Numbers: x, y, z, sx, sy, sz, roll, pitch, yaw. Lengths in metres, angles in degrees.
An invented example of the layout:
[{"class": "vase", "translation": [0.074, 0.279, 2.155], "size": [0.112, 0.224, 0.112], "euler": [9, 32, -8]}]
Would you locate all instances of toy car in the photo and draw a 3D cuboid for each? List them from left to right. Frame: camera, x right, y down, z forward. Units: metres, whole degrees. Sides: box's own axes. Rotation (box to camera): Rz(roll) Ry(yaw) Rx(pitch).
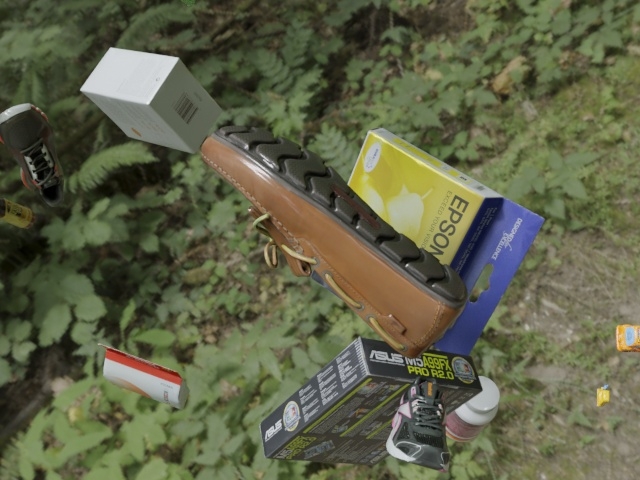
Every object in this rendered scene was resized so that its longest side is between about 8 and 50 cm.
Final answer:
[{"class": "toy car", "translation": [0.388, 0.155, 0.925], "size": [0.060, 0.040, 0.122], "euler": [20, 75, 12]}]

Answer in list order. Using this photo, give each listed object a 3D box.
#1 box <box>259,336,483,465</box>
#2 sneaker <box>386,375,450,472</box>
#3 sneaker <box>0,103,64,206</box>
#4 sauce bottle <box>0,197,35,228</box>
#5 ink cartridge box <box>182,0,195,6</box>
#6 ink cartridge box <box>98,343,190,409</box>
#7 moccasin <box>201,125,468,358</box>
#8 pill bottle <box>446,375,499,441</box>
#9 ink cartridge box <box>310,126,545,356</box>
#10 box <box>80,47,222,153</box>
[{"class": "box", "translation": [0.070, 0.247, 1.102], "size": [0.270, 0.216, 0.060], "euler": [-48, 41, 37]}, {"class": "sneaker", "translation": [0.118, 0.207, 0.879], "size": [0.178, 0.072, 0.077], "euler": [-99, 23, -82]}, {"class": "sneaker", "translation": [-0.334, -0.097, 0.892], "size": [0.061, 0.158, 0.065], "euler": [-32, 65, -18]}, {"class": "sauce bottle", "translation": [-0.602, -0.059, 1.418], "size": [0.042, 0.128, 0.042], "euler": [-8, 71, 24]}, {"class": "ink cartridge box", "translation": [-0.296, -0.590, 1.480], "size": [0.171, 0.235, 0.056], "euler": [-51, 39, 12]}, {"class": "ink cartridge box", "translation": [-0.305, 0.237, 1.285], "size": [0.179, 0.145, 0.045], "euler": [96, -166, -71]}, {"class": "moccasin", "translation": [0.001, -0.001, 0.933], "size": [0.147, 0.380, 0.139], "euler": [-52, 1, 26]}, {"class": "pill bottle", "translation": [0.276, 0.309, 1.375], "size": [0.086, 0.152, 0.086], "euler": [4, 58, -6]}, {"class": "ink cartridge box", "translation": [0.159, 0.018, 1.236], "size": [0.307, 0.072, 0.303], "euler": [34, 119, 24]}, {"class": "box", "translation": [-0.268, -0.223, 1.186], "size": [0.170, 0.130, 0.091], "euler": [18, 71, 35]}]
